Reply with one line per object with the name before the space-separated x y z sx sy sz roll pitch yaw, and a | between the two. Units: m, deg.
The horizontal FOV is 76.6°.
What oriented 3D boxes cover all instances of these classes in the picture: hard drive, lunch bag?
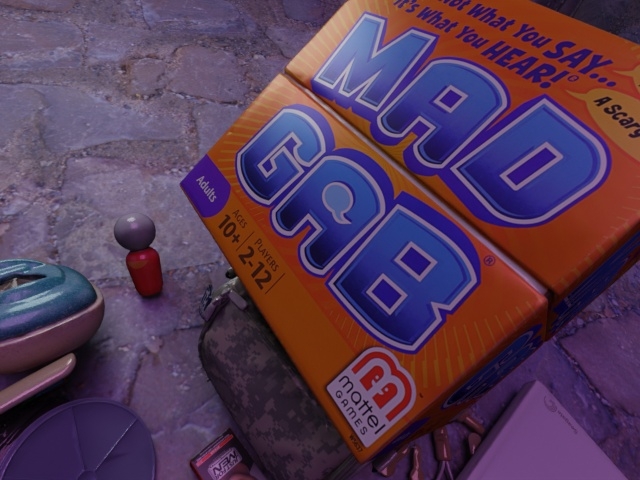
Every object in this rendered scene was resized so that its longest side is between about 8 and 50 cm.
hard drive | 0.349 0.426 0.650 0.353 0.047 0.233 -28 72 -36
lunch bag | -0.032 0.195 0.587 0.213 0.256 0.305 -33 68 -25

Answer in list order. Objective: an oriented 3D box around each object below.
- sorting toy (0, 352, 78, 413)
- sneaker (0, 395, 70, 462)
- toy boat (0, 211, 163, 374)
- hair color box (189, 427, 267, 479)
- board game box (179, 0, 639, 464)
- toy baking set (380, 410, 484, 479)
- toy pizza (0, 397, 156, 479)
sorting toy | -0.409 0.214 0.518 0.193 0.208 0.038 -31 94 -34
sneaker | -0.396 0.336 0.490 0.130 0.109 0.286 31 57 -5
toy boat | -0.396 0.062 0.629 0.268 0.148 0.318 7 22 36
hair color box | -0.120 0.355 0.585 0.072 0.043 0.141 -32 68 -35
board game box | 0.132 -0.023 0.504 0.356 0.357 0.356 -45 58 7
toy baking set | 0.196 0.353 0.699 0.256 0.030 0.196 34 54 11
toy pizza | -0.305 0.307 0.516 0.201 0.032 0.201 36 43 -43
